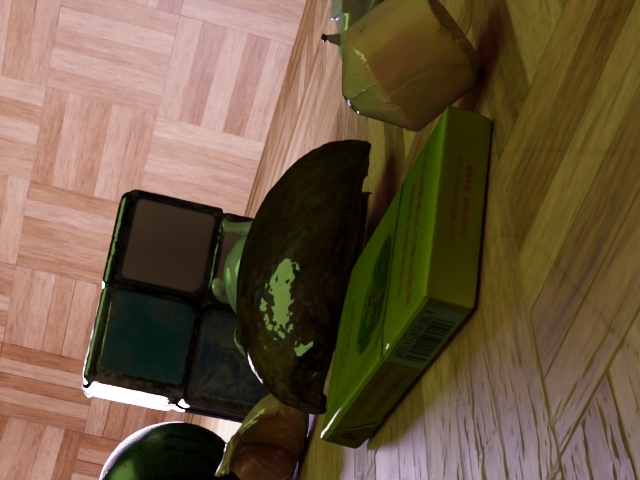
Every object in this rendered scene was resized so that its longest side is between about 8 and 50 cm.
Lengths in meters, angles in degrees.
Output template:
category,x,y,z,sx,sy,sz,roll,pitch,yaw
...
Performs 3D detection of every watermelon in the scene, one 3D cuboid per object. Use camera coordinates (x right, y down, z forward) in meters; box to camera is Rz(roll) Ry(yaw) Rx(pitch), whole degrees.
category,x,y,z,sx,sy,sz,roll,pitch,yaw
watermelon,-0.240,0.416,1.957,0.242,0.242,0.242,-166,90,-82

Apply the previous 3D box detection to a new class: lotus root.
category,x,y,z,sx,sy,sz,roll,pitch,yaw
lotus root,-0.028,0.027,1.369,0.314,0.142,0.210,-77,-9,-45

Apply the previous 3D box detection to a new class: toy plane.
category,x,y,z,sx,sy,sz,roll,pitch,yaw
toy plane,0.055,-0.361,1.724,0.251,0.101,0.255,154,130,-65

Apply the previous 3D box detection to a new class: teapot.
category,x,y,z,sx,sy,sz,roll,pitch,yaw
teapot,-0.082,0.059,1.672,0.159,0.159,0.232,114,155,-51

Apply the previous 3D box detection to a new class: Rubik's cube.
category,x,y,z,sx,sy,sz,roll,pitch,yaw
Rubik's cube,-0.204,0.123,1.955,0.316,0.313,0.318,136,146,-76

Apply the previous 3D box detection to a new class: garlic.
category,x,y,z,sx,sy,sz,roll,pitch,yaw
garlic,-0.062,0.263,1.540,0.124,0.099,0.174,-55,-8,-52

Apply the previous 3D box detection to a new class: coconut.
category,x,y,z,sx,sy,sz,roll,pitch,yaw
coconut,0.074,-0.158,1.080,0.122,0.116,0.116,-35,18,11

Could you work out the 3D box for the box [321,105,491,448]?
category,x,y,z,sx,sy,sz,roll,pitch,yaw
box,0.071,0.047,1.086,0.335,0.047,0.187,118,164,-58
